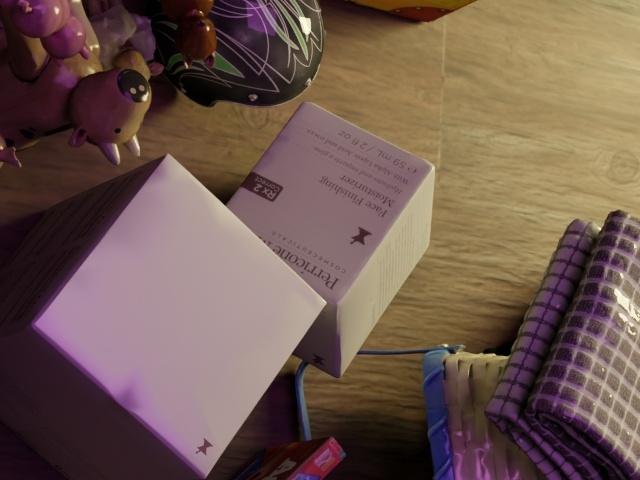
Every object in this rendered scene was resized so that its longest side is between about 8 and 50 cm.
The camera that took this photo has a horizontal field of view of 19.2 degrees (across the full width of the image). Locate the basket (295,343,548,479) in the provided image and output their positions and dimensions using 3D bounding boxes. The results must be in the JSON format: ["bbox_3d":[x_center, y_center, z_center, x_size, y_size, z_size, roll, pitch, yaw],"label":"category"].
[{"bbox_3d":[0.124,0.226,1.846,0.288,0.201,0.255,-5,84,7],"label":"basket"}]

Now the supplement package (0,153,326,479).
[{"bbox_3d":[-0.174,0.081,1.669,0.199,0.262,0.198,44,63,-16],"label":"supplement package"}]

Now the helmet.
[{"bbox_3d":[-0.079,-0.211,1.832,0.169,0.161,0.169,-1,91,-36],"label":"helmet"}]

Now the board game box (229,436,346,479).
[{"bbox_3d":[-0.108,0.283,1.737,0.281,0.145,0.027,-42,102,-29],"label":"board game box"}]

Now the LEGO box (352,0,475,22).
[{"bbox_3d":[0.088,-0.393,1.773,0.372,0.500,0.193,13,75,-28],"label":"LEGO box"}]

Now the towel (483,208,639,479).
[{"bbox_3d":[0.304,0.143,1.743,0.283,0.121,0.235,42,57,-27],"label":"towel"}]

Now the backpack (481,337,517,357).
[{"bbox_3d":[0.354,0.117,2.007,0.276,0.213,0.263,44,52,-12],"label":"backpack"}]

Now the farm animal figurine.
[{"bbox_3d":[-0.241,-0.137,1.645,0.330,0.326,0.172,-19,95,-28],"label":"farm animal figurine"}]

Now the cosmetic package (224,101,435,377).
[{"bbox_3d":[0.000,0.000,1.819,0.151,0.151,0.184,27,62,16],"label":"cosmetic package"}]
